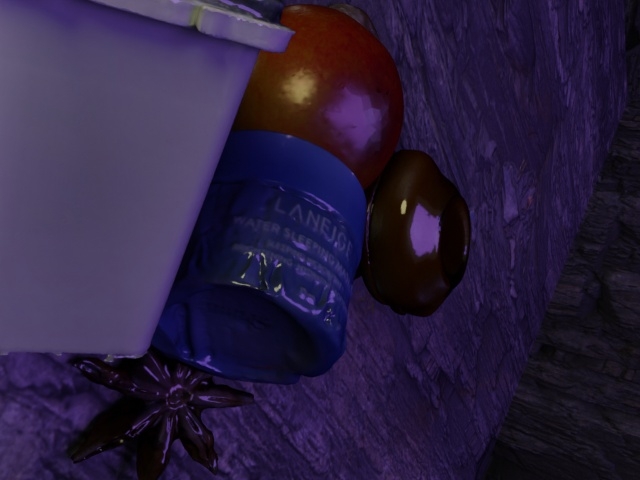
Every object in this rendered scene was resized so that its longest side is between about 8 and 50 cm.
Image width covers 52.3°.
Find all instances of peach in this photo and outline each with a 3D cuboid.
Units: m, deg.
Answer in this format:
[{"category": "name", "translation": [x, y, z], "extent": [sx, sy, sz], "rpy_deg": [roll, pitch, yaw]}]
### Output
[{"category": "peach", "translation": [-0.004, -0.188, 0.891], "extent": [0.249, 0.245, 0.274], "rpy_deg": [29, 74, -64]}]

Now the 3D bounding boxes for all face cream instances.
[{"category": "face cream", "translation": [-0.077, 0.031, 0.782], "extent": [0.249, 0.249, 0.225], "rpy_deg": [56, 35, -47]}]

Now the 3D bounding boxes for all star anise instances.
[{"category": "star anise", "translation": [-0.201, 0.193, 0.853], "extent": [0.288, 0.088, 0.288], "rpy_deg": [-5, 97, -43]}]

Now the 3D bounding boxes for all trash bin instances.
[{"category": "trash bin", "translation": [-0.225, -0.100, 0.551], "extent": [0.296, 0.256, 0.367], "rpy_deg": [7, 114, -31]}]

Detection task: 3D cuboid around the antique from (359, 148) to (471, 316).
[{"category": "antique", "translation": [0.148, -0.004, 1.002], "extent": [0.223, 0.129, 0.278], "rpy_deg": [-53, 139, -42]}]

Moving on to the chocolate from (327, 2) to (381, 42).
[{"category": "chocolate", "translation": [0.064, -0.237, 1.096], "extent": [0.185, 0.101, 0.303], "rpy_deg": [-52, 139, -38]}]

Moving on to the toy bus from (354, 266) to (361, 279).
[{"category": "toy bus", "translation": [0.000, 0.000, 1.029], "extent": [0.202, 0.142, 0.141], "rpy_deg": [-24, 119, -50]}]
